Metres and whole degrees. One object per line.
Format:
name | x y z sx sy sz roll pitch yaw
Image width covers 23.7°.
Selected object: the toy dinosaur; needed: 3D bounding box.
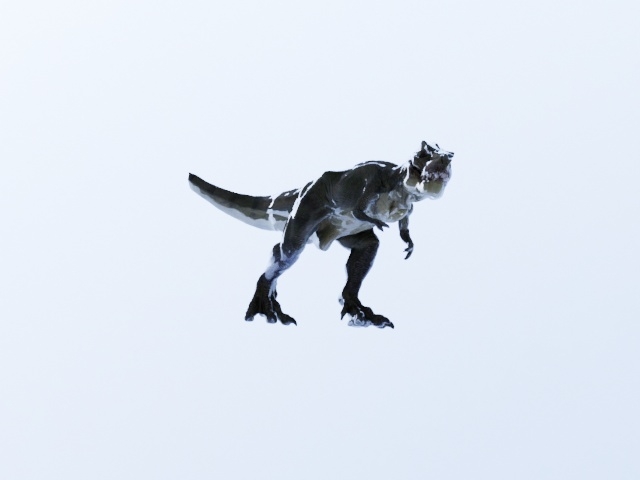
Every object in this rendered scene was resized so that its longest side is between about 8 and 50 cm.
toy dinosaur | 0.000 0.000 1.043 0.064 0.268 0.118 12 -102 -44
